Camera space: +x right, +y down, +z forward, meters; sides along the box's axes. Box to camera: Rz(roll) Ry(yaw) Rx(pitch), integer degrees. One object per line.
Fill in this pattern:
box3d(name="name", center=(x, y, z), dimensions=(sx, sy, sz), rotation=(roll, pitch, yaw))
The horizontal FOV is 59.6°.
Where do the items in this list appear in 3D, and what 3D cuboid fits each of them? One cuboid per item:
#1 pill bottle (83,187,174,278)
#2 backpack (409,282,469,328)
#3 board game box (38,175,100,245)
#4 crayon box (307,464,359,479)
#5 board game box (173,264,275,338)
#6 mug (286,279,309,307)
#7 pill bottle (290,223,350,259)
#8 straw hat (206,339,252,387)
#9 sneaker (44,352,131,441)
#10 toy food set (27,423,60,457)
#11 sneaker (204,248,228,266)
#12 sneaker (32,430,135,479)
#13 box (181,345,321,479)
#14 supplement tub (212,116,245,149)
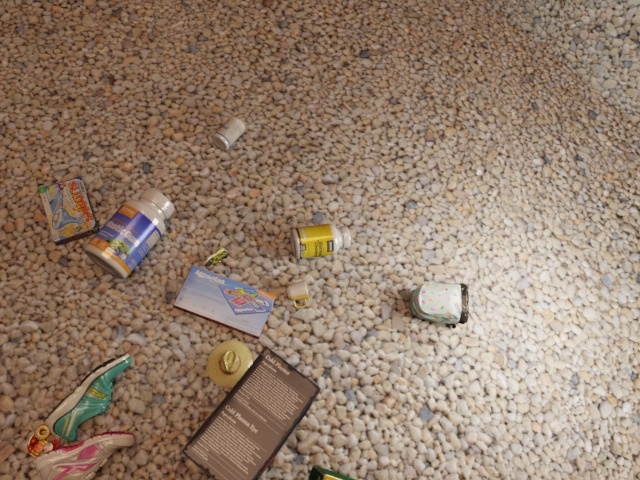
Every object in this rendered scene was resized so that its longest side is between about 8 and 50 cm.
box3d(name="pill bottle", center=(-0.578, -0.029, 1.720), dimensions=(0.152, 0.152, 0.272), rotation=(31, 66, 6))
box3d(name="backpack", center=(0.379, 0.193, 1.787), dimensions=(0.182, 0.115, 0.151), rotation=(5, 68, -4))
box3d(name="board game box", center=(-0.800, -0.097, 1.781), dimensions=(0.136, 0.035, 0.201), rotation=(-20, 70, -17))
box3d(name="crayon box", center=(0.092, 0.731, 1.432), dimensions=(0.323, 0.083, 0.203), rotation=(27, 77, -20))
box3d(name="board game box", center=(-0.296, 0.189, 1.733), dimensions=(0.282, 0.027, 0.145), rotation=(21, 66, 1))
box3d(name="mug", center=(-0.072, 0.168, 1.761), dimensions=(0.064, 0.062, 0.078), rotation=(-12, 62, -5))
box3d(name="pill bottle", center=(0.000, 0.000, 1.821), dimensions=(0.184, 0.103, 0.103), rotation=(-8, 67, -12))
box3d(name="straw hat", center=(-0.267, 0.357, 1.643), dimensions=(0.145, 0.061, 0.144), rotation=(4, 65, -8))
box3d(name="sneaker", center=(-0.626, 0.429, 1.551), dimensions=(0.110, 0.107, 0.275), rotation=(45, 71, -9))
box3d(name="toy food set", center=(-0.746, 0.546, 1.506), dimensions=(0.083, 0.020, 0.083), rotation=(31, 65, 6))
box3d(name="sneaker", center=(-0.332, 0.060, 1.783), dimensions=(0.083, 0.031, 0.035), rotation=(-40, 78, -22))
box3d(name="sneaker", center=(-0.613, 0.580, 1.475), dimensions=(0.253, 0.103, 0.111), rotation=(-16, 80, -15))
box3d(name="box", center=(-0.173, 0.483, 1.444), dimensions=(0.179, 0.343, 0.312), rotation=(35, 66, 9))
box3d(name="supplement tub", center=(-0.322, -0.376, 1.962), dimensions=(0.071, 0.071, 0.107), rotation=(33, 65, 7))
